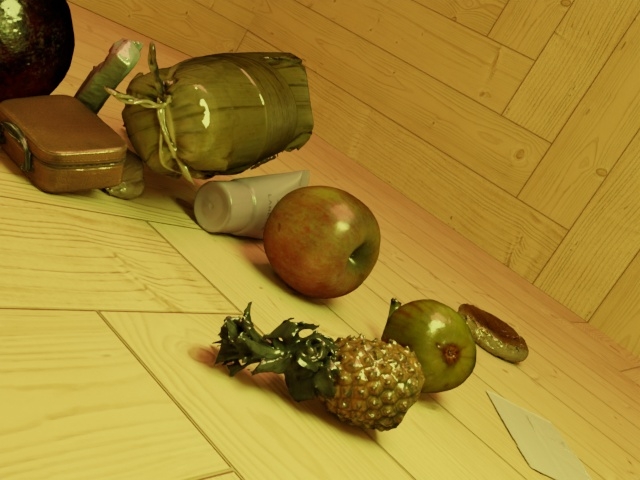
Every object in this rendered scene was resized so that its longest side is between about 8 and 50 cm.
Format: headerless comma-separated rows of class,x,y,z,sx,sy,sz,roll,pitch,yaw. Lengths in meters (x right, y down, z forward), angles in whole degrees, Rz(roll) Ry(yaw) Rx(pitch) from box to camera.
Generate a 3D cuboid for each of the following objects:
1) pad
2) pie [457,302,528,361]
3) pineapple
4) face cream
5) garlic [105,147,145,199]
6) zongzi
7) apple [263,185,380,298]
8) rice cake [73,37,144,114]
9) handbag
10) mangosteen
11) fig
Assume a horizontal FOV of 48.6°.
pad,0.364,0.331,1.161,0.156,0.004,0.232,27,14,-12
pie,0.377,0.202,1.576,0.195,0.046,0.195,28,13,-7
pineapple,-0.004,0.143,0.831,0.251,0.125,0.125,21,15,-17
face cream,-0.112,-0.061,1.321,0.096,0.154,0.274,14,10,33
garlic,-0.330,-0.119,1.155,0.113,0.074,0.094,45,1,-9
zongzi,-0.307,-0.191,1.255,0.467,0.218,0.500,-9,12,27
apple,0.000,0.000,1.187,0.174,0.188,0.188,31,11,31
rice cake,-0.370,-0.245,1.167,0.051,0.290,0.081,43,51,-15
handbag,-0.392,-0.148,1.055,0.151,0.072,0.193,-13,44,-41
mangosteen,-0.539,-0.332,1.097,0.300,0.300,0.300,29,13,-8
fig,0.141,0.157,1.078,0.142,0.147,0.186,-1,-7,-41
